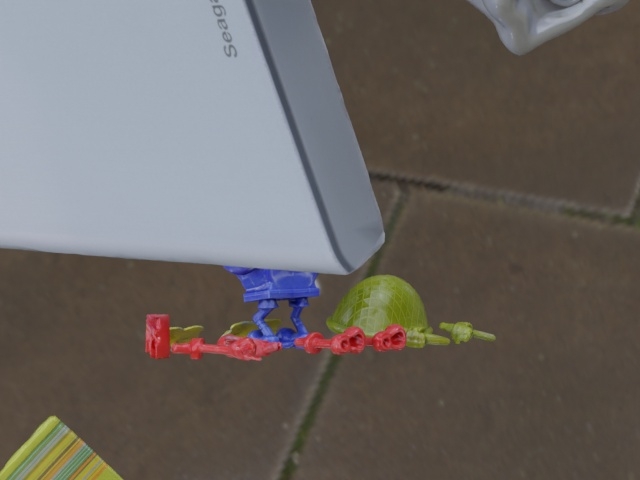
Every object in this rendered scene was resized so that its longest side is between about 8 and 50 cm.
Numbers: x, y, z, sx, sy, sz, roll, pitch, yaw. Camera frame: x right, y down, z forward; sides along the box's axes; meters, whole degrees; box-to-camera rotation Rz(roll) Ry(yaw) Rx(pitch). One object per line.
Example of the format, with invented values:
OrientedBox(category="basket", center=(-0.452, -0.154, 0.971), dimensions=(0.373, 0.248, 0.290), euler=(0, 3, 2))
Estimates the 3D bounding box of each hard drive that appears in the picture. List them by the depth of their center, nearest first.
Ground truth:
OrientedBox(category="hard drive", center=(-0.143, -0.096, 0.899), dimensions=(0.353, 0.233, 0.047), euler=(3, 33, 40))

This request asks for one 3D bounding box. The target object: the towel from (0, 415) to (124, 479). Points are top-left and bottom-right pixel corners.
OrientedBox(category="towel", center=(-0.261, 0.317, 1.848), dimensions=(0.102, 0.237, 0.021), euler=(-47, 13, -12))

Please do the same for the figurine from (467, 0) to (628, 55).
OrientedBox(category="figurine", center=(0.045, -0.212, 0.786), dimensions=(0.092, 0.215, 0.209), euler=(-40, 47, -6))

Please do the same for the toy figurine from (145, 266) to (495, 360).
OrientedBox(category="toy figurine", center=(0.000, 0.000, 1.573), dimensions=(0.191, 0.362, 0.217), euler=(-2, 90, 50))
